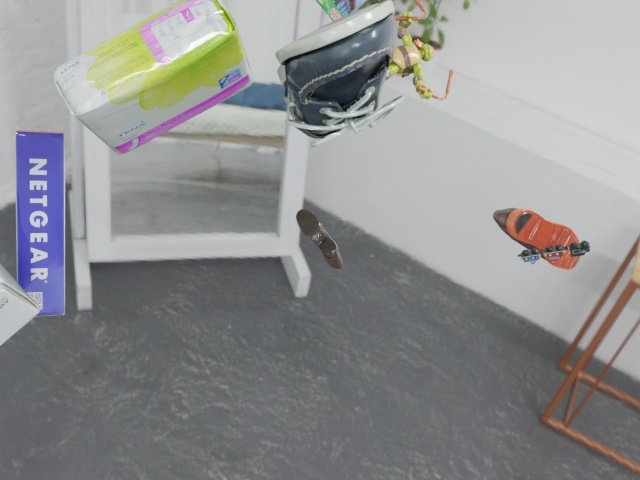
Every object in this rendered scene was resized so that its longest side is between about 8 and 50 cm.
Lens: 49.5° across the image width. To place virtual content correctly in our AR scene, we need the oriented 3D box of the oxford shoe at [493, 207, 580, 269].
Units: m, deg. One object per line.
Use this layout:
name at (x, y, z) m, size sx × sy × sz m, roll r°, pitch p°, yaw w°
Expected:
oxford shoe at (0.532, -0.013, 1.690) m, size 0.271 × 0.097 × 0.098 m, roll 31°, pitch 0°, yaw -29°

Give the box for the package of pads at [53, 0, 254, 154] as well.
package of pads at (-0.267, -0.273, 1.163) m, size 0.296 × 0.229 × 0.101 m, roll -30°, pitch 81°, yaw -3°

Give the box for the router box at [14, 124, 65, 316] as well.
router box at (-0.547, -0.053, 1.351) m, size 0.082 × 0.335 × 0.301 m, roll -1°, pitch 10°, yaw -23°

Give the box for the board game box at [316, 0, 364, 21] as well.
board game box at (0.059, -0.527, 1.276) m, size 0.160 × 0.211 × 0.039 m, roll 49°, pitch 10°, yaw -6°

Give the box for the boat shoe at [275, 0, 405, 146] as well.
boat shoe at (0.011, -0.119, 0.542) m, size 0.095 × 0.079 × 0.254 m, roll -20°, pitch 7°, yaw -9°

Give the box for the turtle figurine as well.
turtle figurine at (0.186, -0.445, 1.663) m, size 0.217 × 0.087 × 0.269 m, roll -15°, pitch 89°, yaw -15°

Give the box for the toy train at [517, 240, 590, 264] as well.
toy train at (0.527, 0.029, 1.568) m, size 0.158 × 0.036 × 0.027 m, roll -10°, pitch -1°, yaw 25°

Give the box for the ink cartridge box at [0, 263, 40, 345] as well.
ink cartridge box at (-0.676, 0.056, 1.064) m, size 0.384 × 0.160 × 0.279 m, roll 42°, pitch 76°, yaw 15°

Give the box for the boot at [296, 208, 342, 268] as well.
boot at (0.000, 0.000, 1.260) m, size 0.037 × 0.114 × 0.106 m, roll -36°, pitch 73°, yaw -2°
